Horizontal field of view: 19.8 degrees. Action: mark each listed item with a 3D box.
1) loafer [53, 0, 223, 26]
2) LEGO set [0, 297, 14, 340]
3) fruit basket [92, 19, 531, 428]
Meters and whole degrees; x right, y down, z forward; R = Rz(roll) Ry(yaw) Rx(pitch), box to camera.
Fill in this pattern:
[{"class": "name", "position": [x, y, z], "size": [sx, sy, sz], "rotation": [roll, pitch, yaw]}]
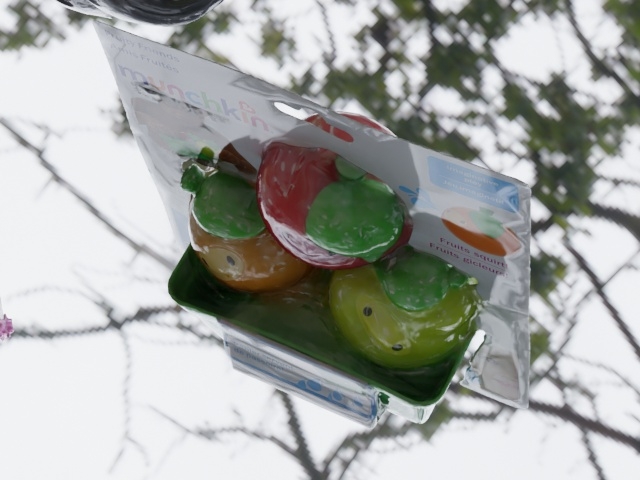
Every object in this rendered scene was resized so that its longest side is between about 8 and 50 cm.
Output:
[{"class": "loafer", "position": [-0.024, -0.216, 0.689], "size": [0.095, 0.109, 0.302], "rotation": [11, -113, 57]}, {"class": "LEGO set", "position": [-0.215, 0.005, 0.856], "size": [0.132, 0.287, 0.107], "rotation": [-10, -90, 15]}, {"class": "fruit basket", "position": [0.000, 0.000, 1.334], "size": [0.327, 0.353, 0.165], "rotation": [22, -108, 17]}]
